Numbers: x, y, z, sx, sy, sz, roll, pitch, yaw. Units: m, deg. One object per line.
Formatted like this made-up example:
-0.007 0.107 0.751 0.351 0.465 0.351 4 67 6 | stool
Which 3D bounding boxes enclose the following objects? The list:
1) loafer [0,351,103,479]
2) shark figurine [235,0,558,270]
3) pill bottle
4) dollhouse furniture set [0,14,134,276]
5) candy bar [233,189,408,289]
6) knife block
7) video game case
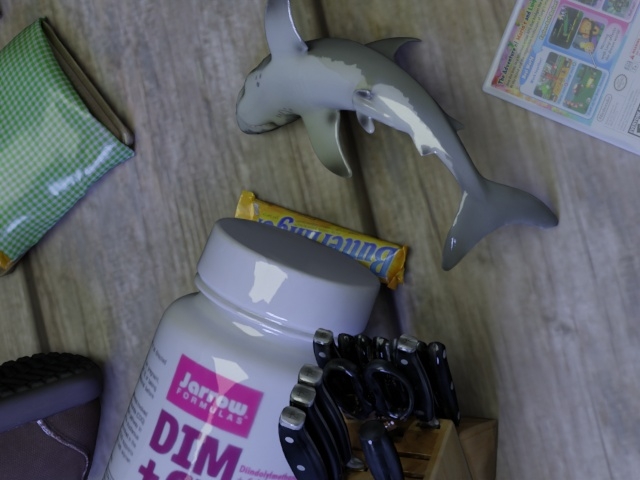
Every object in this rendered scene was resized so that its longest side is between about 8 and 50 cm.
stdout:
-0.336 0.202 1.130 0.134 0.366 0.130 14 118 62 | loafer
0.056 -0.110 1.061 0.278 0.116 0.166 30 136 30 | shark figurine
-0.066 0.137 1.075 0.160 0.160 0.283 25 102 23 | pill bottle
-0.338 -0.130 1.212 0.197 0.151 0.301 -44 73 19 | dollhouse furniture set
0.000 0.000 1.127 0.161 0.018 0.040 19 98 25 | candy bar
0.044 0.197 0.983 0.088 0.242 0.276 4 92 26 | knife block
0.211 -0.157 1.028 0.143 0.019 0.157 26 101 23 | video game case
